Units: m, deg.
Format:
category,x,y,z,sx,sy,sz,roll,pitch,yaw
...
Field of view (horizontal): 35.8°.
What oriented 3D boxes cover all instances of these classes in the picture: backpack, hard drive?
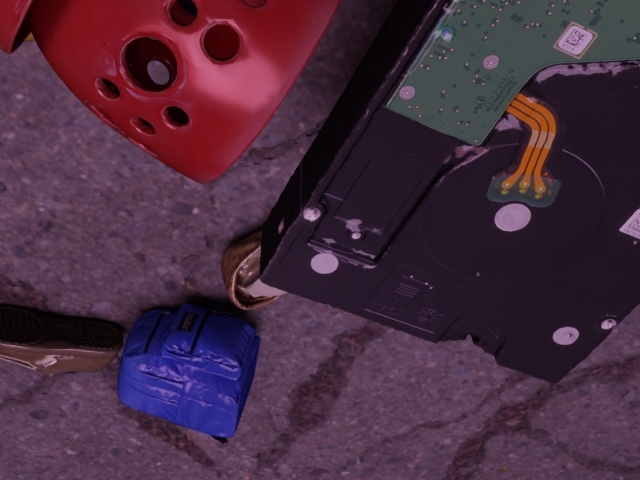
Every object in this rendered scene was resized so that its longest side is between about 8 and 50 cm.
category,x,y,z,sx,sy,sz,roll,pitch,yaw
backpack,-0.122,0.109,0.913,0.120,0.098,0.101,14,122,3
hard drive,0.137,-0.067,0.582,0.237,0.064,0.339,19,129,-17

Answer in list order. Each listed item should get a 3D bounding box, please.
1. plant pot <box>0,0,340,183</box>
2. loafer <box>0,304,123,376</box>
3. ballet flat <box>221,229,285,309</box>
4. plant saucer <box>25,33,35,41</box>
category,x,y,z,sx,sy,sz,roll,pitch,yaw
plant pot,-0.095,-0.158,0.619,0.174,0.191,0.191,33,124,-15
loafer,-0.261,0.100,0.924,0.148,0.056,0.050,11,124,-10
ballet flat,0.000,0.000,0.834,0.206,0.067,0.073,-35,123,26
plant saucer,-0.364,-0.228,0.617,0.333,0.081,0.332,-9,130,7
